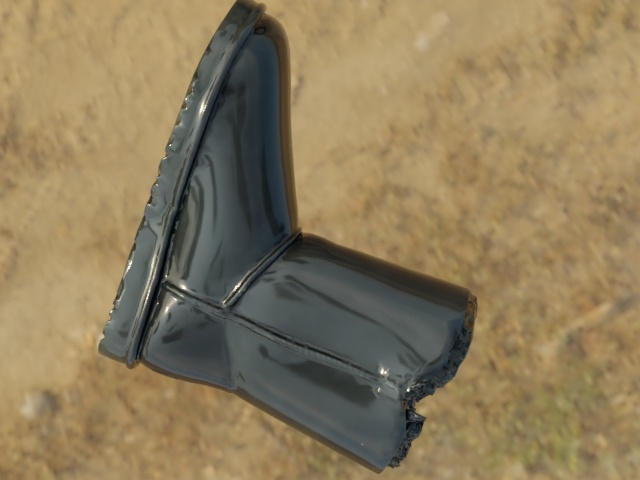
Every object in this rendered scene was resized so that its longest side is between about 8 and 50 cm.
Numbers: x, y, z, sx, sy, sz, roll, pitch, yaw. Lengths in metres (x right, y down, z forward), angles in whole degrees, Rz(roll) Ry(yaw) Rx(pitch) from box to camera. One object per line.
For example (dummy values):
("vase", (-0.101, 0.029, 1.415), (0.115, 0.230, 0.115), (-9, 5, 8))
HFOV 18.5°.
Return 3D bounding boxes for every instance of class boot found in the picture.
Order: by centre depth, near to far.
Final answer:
("boot", (0.000, 0.000, 1.169), (0.207, 0.094, 0.246), (20, 106, 0))
